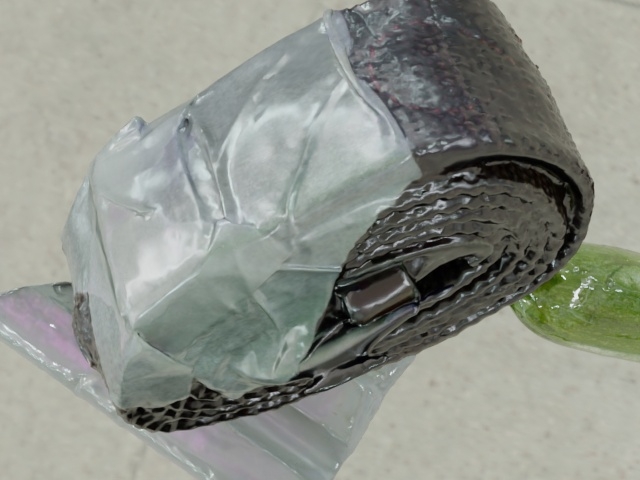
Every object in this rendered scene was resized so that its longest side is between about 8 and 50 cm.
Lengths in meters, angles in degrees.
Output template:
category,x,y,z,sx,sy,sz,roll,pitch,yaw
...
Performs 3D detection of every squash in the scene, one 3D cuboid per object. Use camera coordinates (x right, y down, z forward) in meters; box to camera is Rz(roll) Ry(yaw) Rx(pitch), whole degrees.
category,x,y,z,sx,sy,sz,roll,pitch,yaw
squash,0.217,0.046,1.057,0.069,0.239,0.069,-35,49,54

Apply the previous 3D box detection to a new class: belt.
category,x,y,z,sx,sy,sz,roll,pitch,yaw
belt,0.000,0.000,0.933,0.289,0.184,0.164,-27,57,10

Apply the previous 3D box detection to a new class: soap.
category,x,y,z,sx,sy,sz,roll,pitch,yaw
soap,-0.069,0.029,1.268,0.302,0.159,0.258,34,86,0
